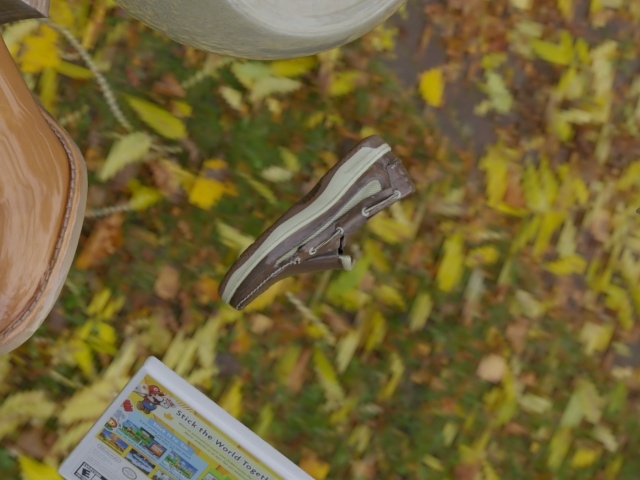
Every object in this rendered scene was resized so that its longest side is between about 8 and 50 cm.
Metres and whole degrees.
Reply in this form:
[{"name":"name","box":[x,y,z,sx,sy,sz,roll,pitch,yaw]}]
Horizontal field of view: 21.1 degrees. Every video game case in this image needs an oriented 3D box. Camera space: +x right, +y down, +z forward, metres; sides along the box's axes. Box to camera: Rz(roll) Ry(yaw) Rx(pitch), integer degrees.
[{"name":"video game case","box":[-0.141,0.251,1.814,0.206,0.227,0.026,-49,-175,36]}]

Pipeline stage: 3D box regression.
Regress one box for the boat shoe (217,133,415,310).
[{"name":"boat shoe","box":[-0.002,0.001,1.913,0.257,0.095,0.095,-44,176,14]}]

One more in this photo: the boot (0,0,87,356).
[{"name":"boot","box":[-0.225,-0.093,0.880,0.220,0.109,0.283,27,58,-54]}]

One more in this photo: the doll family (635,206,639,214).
[{"name":"doll family","box":[0.321,-0.035,1.204,0.193,0.076,0.111,28,84,-14]}]

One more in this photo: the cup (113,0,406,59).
[{"name":"cup","box":[-0.030,-0.269,1.279,0.331,0.237,0.331,-6,116,-13]}]
